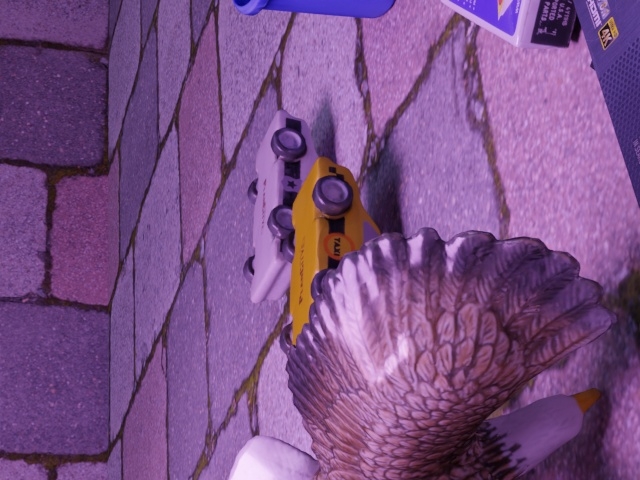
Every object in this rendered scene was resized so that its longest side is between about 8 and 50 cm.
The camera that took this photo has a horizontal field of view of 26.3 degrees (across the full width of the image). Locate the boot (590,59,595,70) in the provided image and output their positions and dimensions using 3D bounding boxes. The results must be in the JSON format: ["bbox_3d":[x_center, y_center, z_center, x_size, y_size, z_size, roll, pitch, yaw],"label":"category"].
[{"bbox_3d":[0.190,-0.122,0.726,0.121,0.045,0.099,-122,46,-61],"label":"boot"}]

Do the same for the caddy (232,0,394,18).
[{"bbox_3d":[-0.028,-0.346,1.281,0.341,0.179,0.241,-111,32,-56],"label":"caddy"}]

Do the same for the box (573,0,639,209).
[{"bbox_3d":[0.196,-0.134,0.609,0.183,0.059,0.233,-47,39,41],"label":"box"}]

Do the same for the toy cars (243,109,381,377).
[{"bbox_3d":[0.000,0.000,1.257,0.394,0.087,0.176,-125,48,-70],"label":"toy cars"}]

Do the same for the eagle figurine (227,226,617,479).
[{"bbox_3d":[0.070,0.133,0.765,0.225,0.226,0.298,-60,-5,-10],"label":"eagle figurine"}]

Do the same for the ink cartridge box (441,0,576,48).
[{"bbox_3d":[0.135,-0.251,0.935,0.208,0.045,0.206,-127,44,-64],"label":"ink cartridge box"}]
